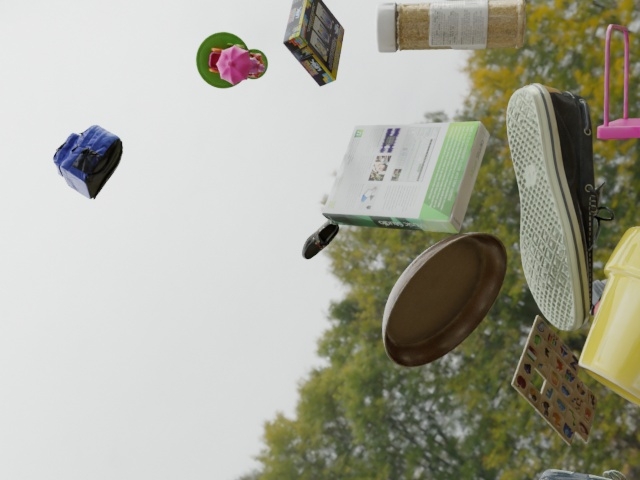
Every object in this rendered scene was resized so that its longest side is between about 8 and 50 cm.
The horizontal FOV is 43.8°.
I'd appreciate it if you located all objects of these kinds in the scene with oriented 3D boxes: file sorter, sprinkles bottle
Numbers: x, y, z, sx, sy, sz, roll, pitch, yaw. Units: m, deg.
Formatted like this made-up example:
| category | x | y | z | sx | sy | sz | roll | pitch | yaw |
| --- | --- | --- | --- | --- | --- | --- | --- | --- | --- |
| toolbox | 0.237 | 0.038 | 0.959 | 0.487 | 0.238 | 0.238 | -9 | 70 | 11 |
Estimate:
| category | x | y | z | sx | sy | sz | roll | pitch | yaw |
| --- | --- | --- | --- | --- | --- | --- | --- | --- | --- |
| file sorter | 0.601 | -0.257 | 1.237 | 0.202 | 0.291 | 0.182 | -22 | -68 | -58 |
| sprinkles bottle | 0.312 | -0.520 | 1.929 | 0.121 | 0.355 | 0.121 | 1 | -90 | -81 |

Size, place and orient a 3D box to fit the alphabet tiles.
| category | x | y | z | sx | sy | sz | roll | pitch | yaw |
| --- | --- | --- | --- | --- | --- | --- | --- | --- | --- |
| alphabet tiles | 0.504 | 0.305 | 1.685 | 0.009 | 0.237 | 0.198 | -28 | 22 | 47 |

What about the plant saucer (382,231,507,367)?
| category | x | y | z | sx | sy | sz | roll | pitch | yaw |
| --- | --- | --- | --- | --- | --- | --- | --- | --- | --- |
| plant saucer | 0.232 | 0.107 | 1.537 | 0.310 | 0.050 | 0.310 | -24 | -44 | -26 |

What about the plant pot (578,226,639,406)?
| category | x | y | z | sx | sy | sz | roll | pitch | yaw |
| --- | --- | --- | --- | --- | --- | --- | --- | --- | --- |
| plant pot | 0.544 | 0.143 | 1.268 | 0.239 | 0.254 | 0.254 | -57 | -24 | -2 |

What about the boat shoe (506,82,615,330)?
| category | x | y | z | sx | sy | sz | roll | pitch | yaw |
| --- | --- | --- | --- | --- | --- | --- | --- | --- | --- |
| boat shoe | 0.493 | -0.070 | 1.599 | 0.187 | 0.156 | 0.500 | 161 | 103 | -72 |

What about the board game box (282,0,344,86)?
| category | x | y | z | sx | sy | sz | roll | pitch | yaw |
| --- | --- | --- | --- | --- | --- | --- | --- | --- | --- |
| board game box | -0.012 | -0.443 | 1.728 | 0.141 | 0.048 | 0.170 | 46 | -139 | -39 |

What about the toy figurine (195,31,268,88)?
| category | x | y | z | sx | sy | sz | roll | pitch | yaw |
| --- | --- | --- | --- | --- | --- | --- | --- | --- | --- |
| toy figurine | -0.178 | -0.391 | 1.783 | 0.173 | 0.159 | 0.130 | 3 | -73 | -22 |

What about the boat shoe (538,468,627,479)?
| category | x | y | z | sx | sy | sz | roll | pitch | yaw |
| --- | --- | --- | --- | --- | --- | --- | --- | --- | --- |
| boat shoe | 0.528 | 0.476 | 1.467 | 0.079 | 0.254 | 0.095 | -40 | -57 | -52 |

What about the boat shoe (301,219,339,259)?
| category | x | y | z | sx | sy | sz | roll | pitch | yaw |
| --- | --- | --- | --- | --- | --- | --- | --- | --- | --- |
| boat shoe | -0.001 | -0.001 | 2.110 | 0.133 | 0.049 | 0.042 | -49 | 21 | 5 |

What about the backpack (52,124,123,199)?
| category | x | y | z | sx | sy | sz | roll | pitch | yaw |
| --- | --- | --- | --- | --- | --- | --- | --- | --- | --- |
| backpack | -0.433 | -0.159 | 1.495 | 0.120 | 0.101 | 0.098 | -57 | 1 | -21 |

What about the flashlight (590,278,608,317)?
| category | x | y | z | sx | sy | sz | roll | pitch | yaw |
| --- | --- | --- | --- | --- | --- | --- | --- | --- | --- |
| flashlight | 0.662 | 0.209 | 1.657 | 0.103 | 0.304 | 0.103 | 10 | -53 | -28 |

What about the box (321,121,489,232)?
| category | x | y | z | sx | sy | sz | roll | pitch | yaw |
| --- | --- | --- | --- | --- | --- | --- | --- | --- | --- |
| box | 0.175 | -0.136 | 1.675 | 0.058 | 0.322 | 0.232 | 39 | -115 | -44 |
